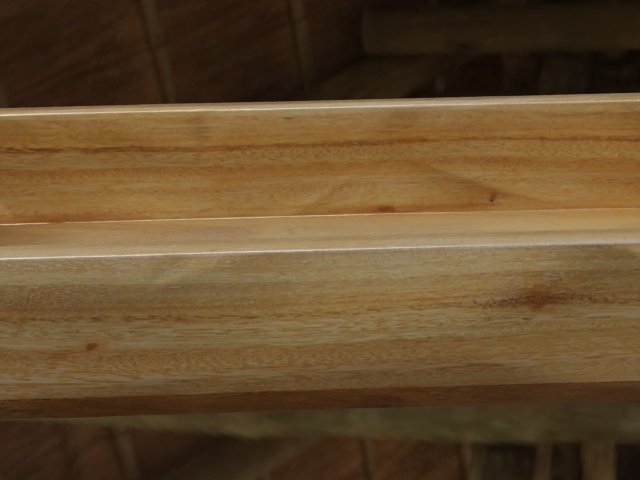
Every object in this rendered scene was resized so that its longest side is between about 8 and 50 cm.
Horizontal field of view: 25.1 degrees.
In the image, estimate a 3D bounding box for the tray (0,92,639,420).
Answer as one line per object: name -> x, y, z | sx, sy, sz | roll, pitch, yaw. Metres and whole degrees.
tray -> 0.000, 0.000, 0.617 | 0.411, 0.203, 0.076 | -2, -69, -2
